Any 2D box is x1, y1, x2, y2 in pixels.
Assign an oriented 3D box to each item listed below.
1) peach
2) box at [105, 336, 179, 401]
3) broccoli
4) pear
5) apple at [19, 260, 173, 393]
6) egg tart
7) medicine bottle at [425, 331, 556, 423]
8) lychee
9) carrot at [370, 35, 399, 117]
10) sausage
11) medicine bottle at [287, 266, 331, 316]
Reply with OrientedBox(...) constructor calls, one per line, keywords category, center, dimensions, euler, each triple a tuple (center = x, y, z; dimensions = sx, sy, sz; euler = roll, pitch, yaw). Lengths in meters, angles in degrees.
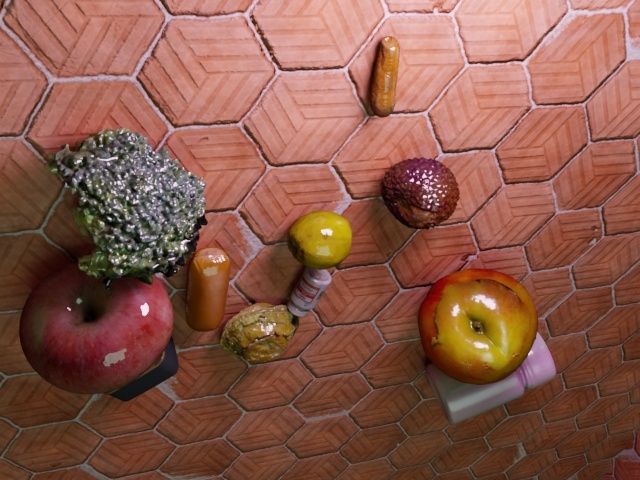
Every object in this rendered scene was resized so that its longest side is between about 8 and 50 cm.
OrientedBox(category="peach", center=(0.455, 0.250, 2.073), dimensions=(0.370, 0.370, 0.370), euler=(-12, 136, -12))
OrientedBox(category="box", center=(-0.482, 0.326, 1.876), dimensions=(0.201, 0.144, 0.090), euler=(-31, 139, 7))
OrientedBox(category="broccoli", center=(-0.421, -0.055, 1.457), dimensions=(0.348, 0.293, 0.281), euler=(32, 153, -30))
OrientedBox(category="pear", center=(0.000, 0.000, 1.755), dimensions=(0.162, 0.148, 0.148), euler=(-8, 135, -22))
OrientedBox(category="apple", center=(-0.505, 0.200, 1.628), dimensions=(0.345, 0.344, 0.269), euler=(-18, 155, -6))
OrientedBox(category="egg tart", center=(-0.164, 0.270, 1.986), dimensions=(0.241, 0.106, 0.241), euler=(-14, 140, -12))
OrientedBox(category="medicine bottle", center=(0.570, 0.447, 2.379), dimensions=(0.388, 0.219, 0.219), euler=(-23, 137, 0))
OrientedBox(category="lychee", center=(0.252, -0.122, 1.723), dimensions=(0.188, 0.188, 0.188), euler=(-12, 136, -12))
OrientedBox(category="carrot", center=(0.140, -0.354, 1.532), dimensions=(0.060, 0.060, 0.186), euler=(-9, 129, -14))
OrientedBox(category="sausage", center=(-0.288, 0.129, 1.795), dimensions=(0.105, 0.105, 0.274), euler=(-4, 134, -19))
OrientedBox(category="medicine bottle", center=(-0.034, 0.138, 1.924), dimensions=(0.079, 0.079, 0.140), euler=(10, 128, -30))
